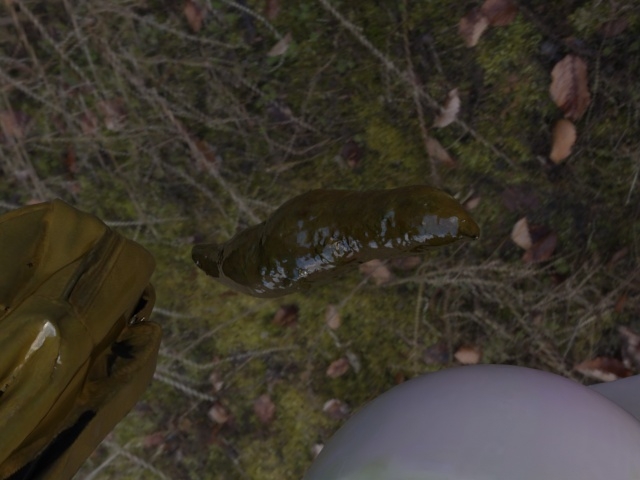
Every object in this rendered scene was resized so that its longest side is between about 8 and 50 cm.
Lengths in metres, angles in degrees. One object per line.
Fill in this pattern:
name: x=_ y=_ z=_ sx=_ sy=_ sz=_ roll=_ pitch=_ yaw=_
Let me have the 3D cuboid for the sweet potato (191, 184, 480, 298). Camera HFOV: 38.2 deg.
sweet potato: x=0.000 y=0.000 z=0.594 sx=0.273 sy=0.067 sz=0.067 roll=-12 pitch=105 yaw=49

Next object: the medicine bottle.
medicine bottle: x=0.075 y=0.205 z=0.454 sx=0.235 sy=0.406 sz=0.236 roll=12 pitch=125 yaw=18

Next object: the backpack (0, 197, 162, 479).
backpack: x=-0.273 y=0.128 z=0.652 sx=0.201 sy=0.378 sz=0.353 roll=44 pitch=123 yaw=-11
